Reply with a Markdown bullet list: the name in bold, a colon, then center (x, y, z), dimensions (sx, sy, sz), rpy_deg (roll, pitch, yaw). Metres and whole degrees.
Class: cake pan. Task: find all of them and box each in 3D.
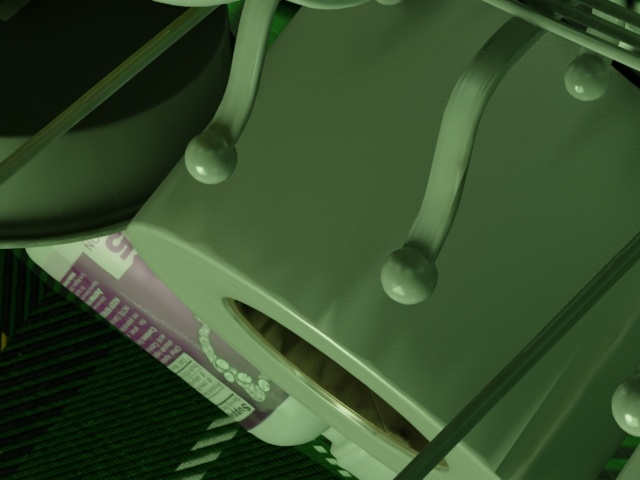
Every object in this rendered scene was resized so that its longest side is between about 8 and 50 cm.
- **cake pan**: center (-0.175, -0.109, 0.992), dimensions (0.293, 0.293, 0.054), rpy_deg (33, 133, 23)

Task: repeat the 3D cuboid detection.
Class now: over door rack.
- **over door rack**: center (0.000, 0.000, 0.673), dimensions (0.239, 0.324, 0.108), rpy_deg (30, 139, 35)

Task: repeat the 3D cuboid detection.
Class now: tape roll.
- **tape roll**: center (0.055, 0.005, 0.906), dimensions (0.246, 0.169, 0.246), rpy_deg (36, 169, 8)

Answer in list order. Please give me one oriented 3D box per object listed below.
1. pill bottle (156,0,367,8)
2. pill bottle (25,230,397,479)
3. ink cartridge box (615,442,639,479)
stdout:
- **pill bottle**: center (-0.066, -0.161, 0.686), dimensions (0.245, 0.136, 0.136), rpy_deg (28, 165, 43)
- **pill bottle**: center (-0.038, 0.033, 1.327), dimensions (0.301, 0.169, 0.169), rpy_deg (38, 169, -5)
- **ink cartridge box**: center (0.365, 0.319, 1.229), dimensions (0.395, 0.166, 0.285), rpy_deg (41, 169, -20)
